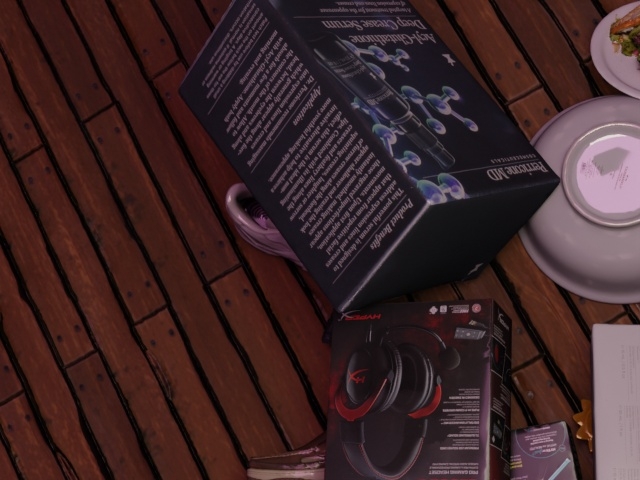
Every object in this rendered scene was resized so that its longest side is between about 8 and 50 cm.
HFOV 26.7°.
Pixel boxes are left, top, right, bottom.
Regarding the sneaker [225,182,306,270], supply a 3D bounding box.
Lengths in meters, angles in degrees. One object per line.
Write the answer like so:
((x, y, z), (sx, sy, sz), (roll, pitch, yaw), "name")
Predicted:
((0.000, 0.000, 1.863), (0.305, 0.152, 0.114), (19, 80, 16), "sneaker")

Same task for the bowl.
((0.397, -0.072, 1.792), (0.298, 0.134, 0.297), (-3, 76, 12), "bowl")

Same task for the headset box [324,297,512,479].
((0.125, 0.231, 1.703), (0.218, 0.110, 0.293), (-3, 71, 21), "headset box")

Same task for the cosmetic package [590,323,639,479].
((0.479, 0.292, 1.655), (0.285, 0.097, 0.377), (0, 65, 9), "cosmetic package")

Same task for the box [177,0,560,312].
((0.060, -0.137, 1.765), (0.395, 0.294, 0.212), (53, 127, 21), "box")

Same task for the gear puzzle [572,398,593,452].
((0.436, 0.343, 1.725), (0.175, 0.044, 0.339), (-33, 71, -13), "gear puzzle")

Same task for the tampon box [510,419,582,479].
((0.278, 0.325, 1.744), (0.121, 0.101, 0.161), (-12, 75, 12), "tampon box")

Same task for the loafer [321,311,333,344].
((0.101, 0.164, 1.843), (0.223, 0.076, 0.078), (31, 92, 23), "loafer")

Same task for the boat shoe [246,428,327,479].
((0.029, 0.285, 1.824), (0.258, 0.095, 0.095), (-2, 76, 1), "boat shoe")

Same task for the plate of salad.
((0.469, -0.266, 1.834), (0.200, 0.048, 0.199), (-2, 53, 3), "plate of salad")
